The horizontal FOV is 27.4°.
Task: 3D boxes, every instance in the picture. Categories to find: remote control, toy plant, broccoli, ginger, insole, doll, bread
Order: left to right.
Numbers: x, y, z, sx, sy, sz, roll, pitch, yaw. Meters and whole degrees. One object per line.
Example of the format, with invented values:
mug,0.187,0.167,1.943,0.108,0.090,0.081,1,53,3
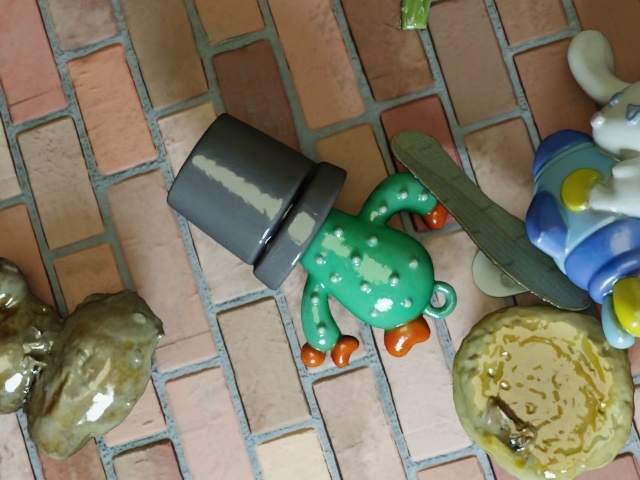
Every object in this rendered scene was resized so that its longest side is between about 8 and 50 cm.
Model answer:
ginger,-0.376,0.152,1.768,0.304,0.155,0.244,20,91,6
toy plant,0.007,-0.010,1.730,0.400,0.185,0.279,33,62,-1
broccoli,0.137,-0.388,1.780,0.118,0.122,0.204,7,102,21
insole,0.222,-0.029,1.726,0.348,0.119,0.009,46,134,20
bread,0.290,0.199,1.710,0.244,0.134,0.244,0,88,9
remote control,0.324,0.020,1.768,0.245,0.022,0.077,-13,87,5
doll,0.378,-0.072,1.631,0.187,0.376,0.365,25,96,-19
